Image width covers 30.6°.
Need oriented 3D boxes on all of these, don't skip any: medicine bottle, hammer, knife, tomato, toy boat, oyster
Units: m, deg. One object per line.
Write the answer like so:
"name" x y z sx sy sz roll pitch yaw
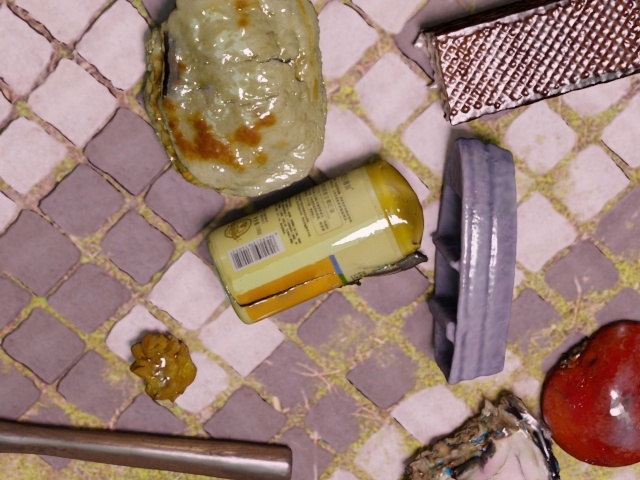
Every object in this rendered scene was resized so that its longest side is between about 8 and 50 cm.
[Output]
"medicine bottle" 0.000 0.000 1.313 0.239 0.124 0.124 -22 110 3
"hammer" -0.253 0.254 1.427 0.440 0.044 0.168 8 111 -8
"knife" 0.017 0.040 1.380 0.222 0.021 0.045 -17 109 6
"tomato" 0.369 0.203 1.424 0.189 0.099 0.173 -41 106 9
"toy boat" 0.171 0.021 1.329 0.078 0.127 0.283 1 108 -5
"oyster" 0.200 0.311 1.462 0.198 0.092 0.259 10 121 -8

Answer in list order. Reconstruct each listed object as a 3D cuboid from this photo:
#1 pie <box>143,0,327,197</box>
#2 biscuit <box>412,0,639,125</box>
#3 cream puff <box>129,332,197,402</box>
"pie" -0.095 -0.165 1.261 0.201 0.090 0.248 -6 107 1
"biscuit" 0.233 -0.211 1.280 0.252 0.070 0.106 -15 109 2
"cream puff" -0.186 0.151 1.384 0.083 0.058 0.083 9 107 -10
